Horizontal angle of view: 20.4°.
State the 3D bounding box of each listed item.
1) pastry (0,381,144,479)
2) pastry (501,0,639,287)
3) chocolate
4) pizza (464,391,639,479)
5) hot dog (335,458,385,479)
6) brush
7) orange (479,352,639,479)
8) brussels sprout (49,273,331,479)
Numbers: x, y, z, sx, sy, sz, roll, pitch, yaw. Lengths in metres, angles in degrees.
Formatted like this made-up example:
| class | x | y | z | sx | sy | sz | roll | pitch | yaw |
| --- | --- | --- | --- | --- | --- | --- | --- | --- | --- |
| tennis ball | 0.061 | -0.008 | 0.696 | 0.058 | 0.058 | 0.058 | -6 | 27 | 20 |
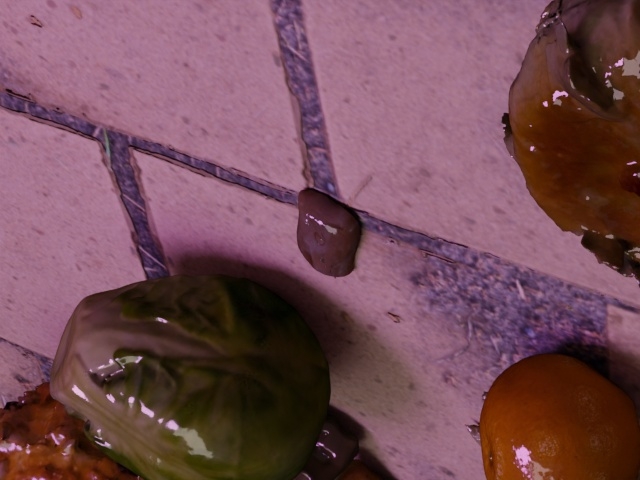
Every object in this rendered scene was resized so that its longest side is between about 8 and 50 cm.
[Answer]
| class | x | y | z | sx | sy | sz | roll | pitch | yaw |
| --- | --- | --- | --- | --- | --- | --- | --- | --- | --- |
| pastry | -0.227 | 0.339 | 2.056 | 0.337 | 0.292 | 0.405 | 7 | 129 | 20 |
| pastry | 0.241 | -0.067 | 1.177 | 0.257 | 0.121 | 0.236 | 39 | 149 | -8 |
| chocolate | 0.000 | 0.000 | 1.600 | 0.064 | 0.031 | 0.100 | 32 | 151 | 14 |
| pizza | 0.245 | 0.233 | 1.681 | 0.262 | 0.034 | 0.181 | 39 | 150 | -7 |
| hot dog | 0.096 | 0.346 | 1.942 | 0.286 | 0.088 | 0.061 | 52 | 151 | -21 |
| brush | -0.100 | 0.168 | 1.896 | 0.301 | 0.084 | 0.071 | 30 | 151 | 20 |
| orange | 0.209 | 0.175 | 1.531 | 0.136 | 0.159 | 0.159 | -8 | 145 | -6 |
| brussels sprout | -0.127 | 0.136 | 1.725 | 0.271 | 0.219 | 0.210 | 17 | 145 | -1 |
